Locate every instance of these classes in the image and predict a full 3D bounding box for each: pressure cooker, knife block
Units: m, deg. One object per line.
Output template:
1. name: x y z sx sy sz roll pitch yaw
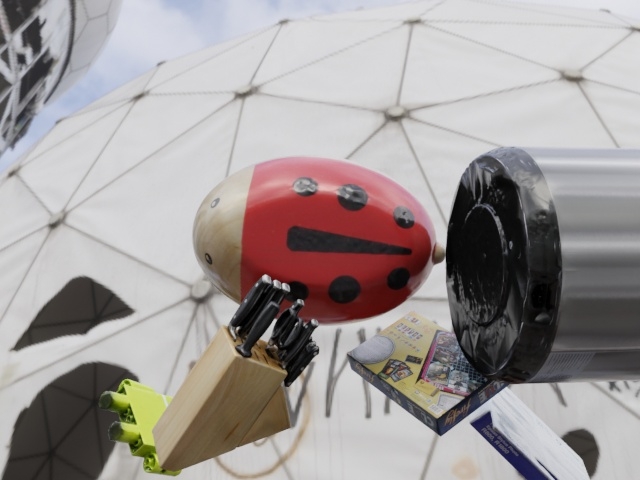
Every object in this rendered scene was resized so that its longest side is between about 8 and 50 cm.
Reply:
1. pressure cooker: 0.438 0.041 1.041 0.420 0.370 0.375 0 -88 -7
2. knife block: -0.134 0.188 0.995 0.276 0.088 0.242 -17 -61 -14

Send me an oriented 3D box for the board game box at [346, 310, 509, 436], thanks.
1. board game box: 0.184 0.222 1.171 0.165 0.243 0.042 -29 -59 -23

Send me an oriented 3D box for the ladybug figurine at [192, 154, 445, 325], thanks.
1. ladybug figurine: 0.000 0.000 1.157 0.449 0.162 0.305 2 -90 -4

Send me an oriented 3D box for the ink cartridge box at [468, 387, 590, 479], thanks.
1. ink cartridge box: 0.434 0.438 1.379 0.324 0.330 0.071 44 -75 0

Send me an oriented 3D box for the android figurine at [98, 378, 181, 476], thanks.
1. android figurine: -0.378 0.424 1.530 0.056 0.248 0.273 -43 -38 9
